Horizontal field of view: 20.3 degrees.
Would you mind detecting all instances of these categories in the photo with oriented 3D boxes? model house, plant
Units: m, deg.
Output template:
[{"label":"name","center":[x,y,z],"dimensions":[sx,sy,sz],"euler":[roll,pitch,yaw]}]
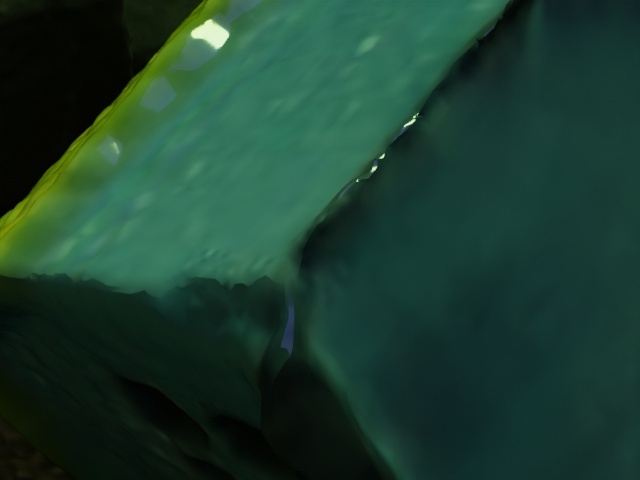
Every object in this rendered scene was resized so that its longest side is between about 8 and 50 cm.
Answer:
[{"label":"model house","center":[0.000,0.000,0.682],"dimensions":[0.303,0.215,0.237],"euler":[15,57,45]},{"label":"plant","center":[-0.153,-0.095,0.905],"dimensions":[0.256,0.164,0.142],"euler":[-20,40,-28]}]
